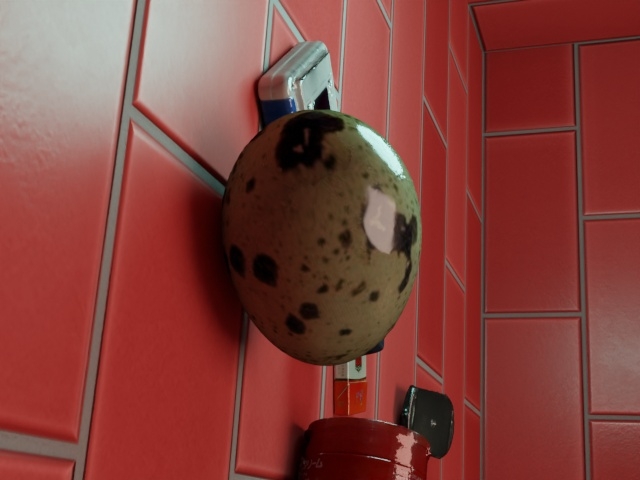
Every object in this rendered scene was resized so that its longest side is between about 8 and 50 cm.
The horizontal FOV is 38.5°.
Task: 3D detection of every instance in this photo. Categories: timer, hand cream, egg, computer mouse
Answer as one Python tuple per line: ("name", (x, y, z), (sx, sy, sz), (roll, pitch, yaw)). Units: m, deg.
("timer", (-0.027, -0.233, 1.588), (0.253, 0.078, 0.178), (-62, 146, -58))
("hand cream", (0.074, 0.406, 1.581), (0.230, 0.230, 0.149), (57, 36, -58))
("egg", (0.000, 0.000, 1.314), (0.287, 0.288, 0.379), (-58, 156, -60))
("computer mouse", (0.260, 0.469, 2.377), (0.295, 0.087, 0.168), (33, 62, -53))

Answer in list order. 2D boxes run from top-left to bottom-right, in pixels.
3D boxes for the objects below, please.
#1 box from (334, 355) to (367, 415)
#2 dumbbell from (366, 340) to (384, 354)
("box", (0.061, 0.229, 1.867), (0.139, 0.035, 0.245), (22, 66, -70))
("dumbbell", (0.051, 0.052, 1.685), (0.143, 0.157, 0.316), (118, -19, -63))
